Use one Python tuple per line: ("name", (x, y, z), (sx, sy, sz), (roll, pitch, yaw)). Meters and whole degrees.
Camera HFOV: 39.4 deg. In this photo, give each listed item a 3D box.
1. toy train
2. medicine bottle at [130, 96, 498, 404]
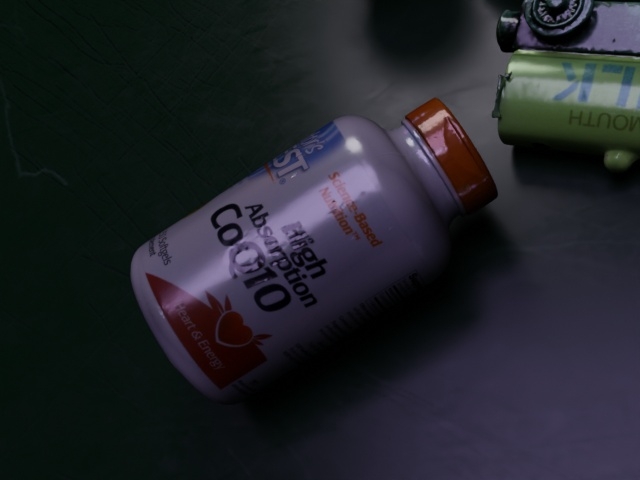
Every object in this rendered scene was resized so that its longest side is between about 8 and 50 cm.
("toy train", (0.261, -0.132, 0.742), (0.253, 0.105, 0.157), (11, 83, 27))
("medicine bottle", (0.000, 0.000, 0.741), (0.288, 0.157, 0.157), (-33, 56, 5))
